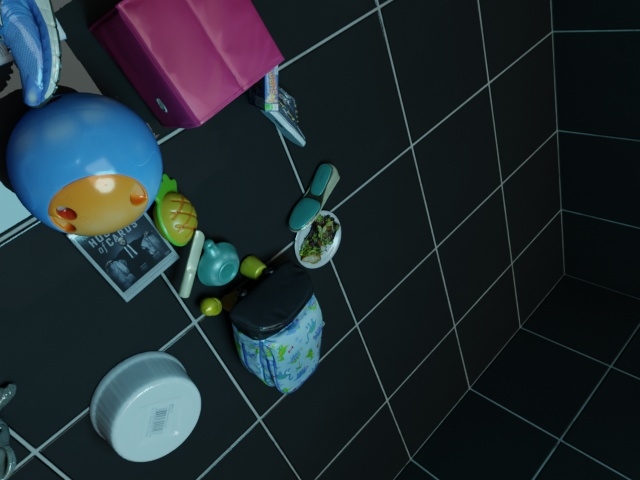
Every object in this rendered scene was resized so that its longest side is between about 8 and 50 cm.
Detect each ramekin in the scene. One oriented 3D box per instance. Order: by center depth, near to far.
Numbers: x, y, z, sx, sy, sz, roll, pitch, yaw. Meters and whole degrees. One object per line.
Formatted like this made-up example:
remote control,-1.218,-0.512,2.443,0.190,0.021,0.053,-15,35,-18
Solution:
ramekin,-0.462,0.456,1.384,0.277,0.135,0.277,-16,116,-37

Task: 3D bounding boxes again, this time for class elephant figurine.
elephant figurine,-0.759,0.473,1.125,0.239,0.169,0.186,-28,154,-50

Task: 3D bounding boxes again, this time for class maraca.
maraca,-0.373,-0.075,1.286,0.127,0.099,0.186,-56,131,-65

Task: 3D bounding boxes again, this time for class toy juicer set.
toy juicer set,-0.302,0.101,1.424,0.209,0.089,0.329,-60,145,-2

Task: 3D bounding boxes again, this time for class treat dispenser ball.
treat dispenser ball,-0.471,-0.152,1.036,0.288,0.288,0.288,-17,117,-37

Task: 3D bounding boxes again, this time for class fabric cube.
fabric cube,-0.288,-0.422,1.097,0.259,0.254,0.258,-45,122,-19

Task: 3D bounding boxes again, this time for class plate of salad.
plate of salad,0.000,0.000,1.683,0.199,0.048,0.200,-16,116,-36

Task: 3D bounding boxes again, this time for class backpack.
backpack,-0.126,0.290,1.543,0.290,0.273,0.356,-41,160,-41

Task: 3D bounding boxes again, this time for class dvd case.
dvd case,-0.484,0.014,1.268,0.179,0.029,0.239,-44,131,-21

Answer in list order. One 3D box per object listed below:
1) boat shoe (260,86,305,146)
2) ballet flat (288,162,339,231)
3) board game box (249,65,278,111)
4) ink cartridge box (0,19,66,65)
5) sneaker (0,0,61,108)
boat shoe,-0.086,-0.351,1.458,0.183,0.065,0.083,42,78,-42
ballet flat,-0.014,-0.124,1.607,0.086,0.086,0.248,38,79,-43
board game box,-0.147,-0.404,1.290,0.035,0.201,0.136,-5,111,-18
ink cartridge box,-0.690,-0.391,0.842,0.395,0.151,0.270,-39,129,-27
sneaker,-0.520,-0.383,0.832,0.147,0.129,0.330,-16,111,-25
